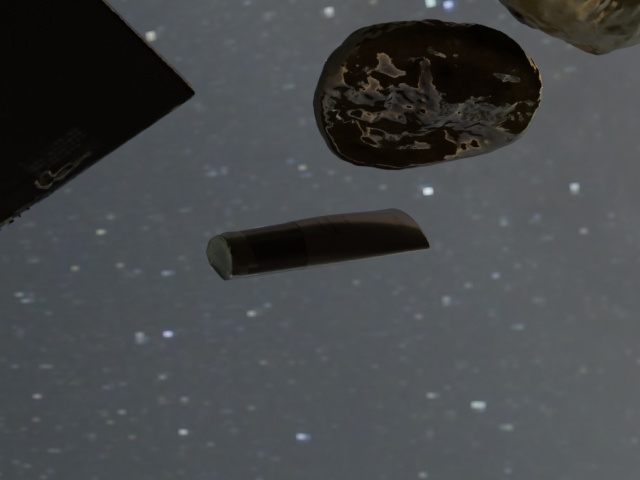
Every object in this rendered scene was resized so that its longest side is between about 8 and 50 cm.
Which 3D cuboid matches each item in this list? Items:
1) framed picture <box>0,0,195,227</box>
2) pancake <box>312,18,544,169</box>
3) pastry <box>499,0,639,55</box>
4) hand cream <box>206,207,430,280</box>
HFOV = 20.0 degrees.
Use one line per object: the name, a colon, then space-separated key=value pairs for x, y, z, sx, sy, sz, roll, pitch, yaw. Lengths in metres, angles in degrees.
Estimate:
framed picture: x=-0.296 y=-0.145 z=1.585 sx=0.338 sy=0.255 sz=0.014 roll=43 pitch=-163 yaw=-51
pancake: x=0.104 y=-0.133 z=1.825 sx=0.242 sy=0.242 sz=0.050 roll=31 pitch=-138 yaw=-39
pastry: x=0.301 y=-0.272 z=1.787 sx=0.256 sy=0.237 sz=0.170 roll=-36 pitch=-94 yaw=-19
hand cream: x=0.000 y=0.000 z=1.911 sx=0.255 sy=0.079 sz=0.048 roll=-7 pitch=-49 yaw=-35
